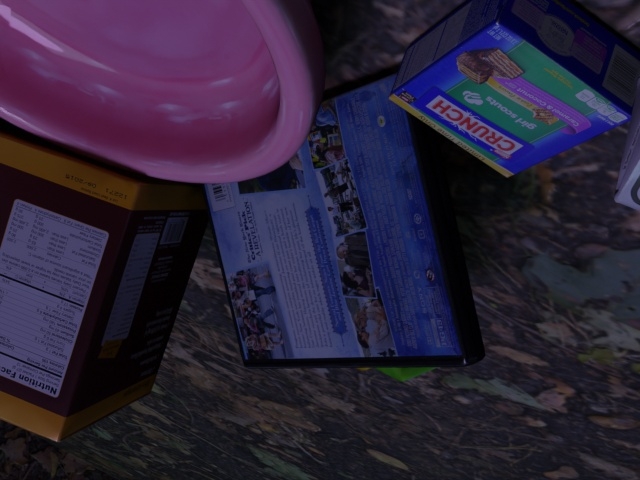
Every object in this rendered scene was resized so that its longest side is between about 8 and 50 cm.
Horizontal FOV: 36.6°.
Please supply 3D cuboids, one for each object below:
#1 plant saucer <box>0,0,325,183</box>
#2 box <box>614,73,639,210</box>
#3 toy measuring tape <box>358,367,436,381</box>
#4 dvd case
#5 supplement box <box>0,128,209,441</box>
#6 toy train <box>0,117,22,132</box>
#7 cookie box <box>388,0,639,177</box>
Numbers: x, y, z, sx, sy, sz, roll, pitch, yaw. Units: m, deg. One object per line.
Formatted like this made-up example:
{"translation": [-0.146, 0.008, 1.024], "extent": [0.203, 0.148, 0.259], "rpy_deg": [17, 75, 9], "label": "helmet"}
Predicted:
{"translation": [-0.144, -0.157, 0.549], "extent": [0.332, 0.084, 0.332], "rpy_deg": [20, 157, 9], "label": "plant saucer"}
{"translation": [0.274, -0.043, 0.332], "extent": [0.290, 0.087, 0.169], "rpy_deg": [22, 138, 4], "label": "box"}
{"translation": [0.024, 0.037, 0.810], "extent": [0.121, 0.121, 0.330], "rpy_deg": [31, 174, -15], "label": "toy measuring tape"}
{"translation": [0.000, 0.000, 0.673], "extent": [0.022, 0.180, 0.253], "rpy_deg": [-15, -177, -37], "label": "dvd case"}
{"translation": [-0.194, 0.028, 0.766], "extent": [0.129, 0.194, 0.191], "rpy_deg": [20, -174, 9], "label": "supplement box"}
{"translation": [-0.349, -0.018, 0.896], "extent": [0.190, 0.142, 0.334], "rpy_deg": [-9, 156, -9], "label": "toy train"}
{"translation": [0.103, -0.085, 0.520], "extent": [0.092, 0.040, 0.107], "rpy_deg": [30, 157, -16], "label": "cookie box"}
